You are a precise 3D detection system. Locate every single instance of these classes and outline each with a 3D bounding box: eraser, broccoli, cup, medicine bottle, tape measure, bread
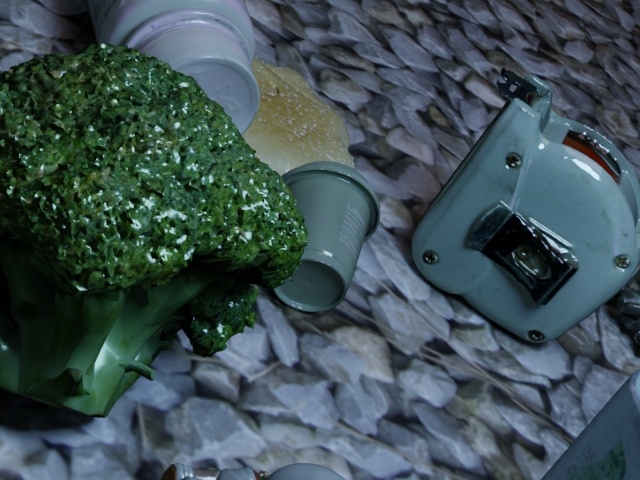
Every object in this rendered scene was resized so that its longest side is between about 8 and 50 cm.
[{"bbox_3d":[0.273,0.254,1.706,0.081,0.227,0.174,5,43,-35],"label":"eraser"},{"bbox_3d":[-0.202,-0.016,1.562,0.321,0.310,0.413,45,-3,5],"label":"broccoli"},{"bbox_3d":[0.000,0.000,1.915,0.120,0.120,0.141,24,42,-17],"label":"cup"},{"bbox_3d":[-0.160,-0.234,2.018,0.170,0.170,0.293,15,35,-30],"label":"medicine bottle"},{"bbox_3d":[0.232,-0.023,2.034,0.246,0.243,0.125,35,31,2],"label":"tape measure"},{"bbox_3d":[-0.037,-0.131,2.124,0.182,0.039,0.251,21,33,-21],"label":"bread"}]

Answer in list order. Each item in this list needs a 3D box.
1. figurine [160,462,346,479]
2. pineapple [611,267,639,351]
[{"bbox_3d":[-0.043,0.234,1.567,0.197,0.093,0.147,6,18,-28],"label":"figurine"},{"bbox_3d":[0.441,0.124,2.161,0.128,0.128,0.248,1,40,-43],"label":"pineapple"}]
